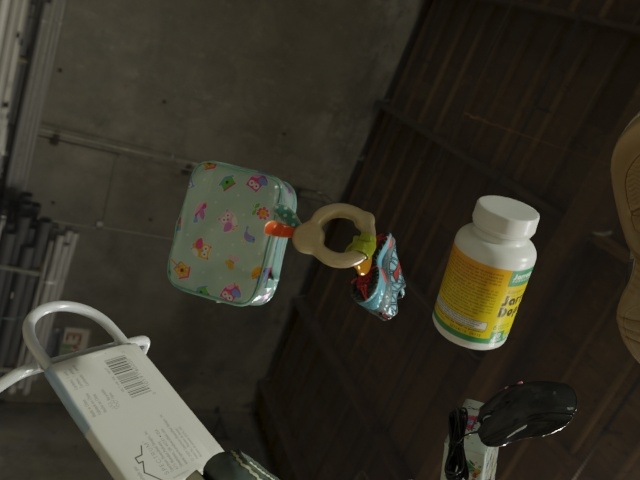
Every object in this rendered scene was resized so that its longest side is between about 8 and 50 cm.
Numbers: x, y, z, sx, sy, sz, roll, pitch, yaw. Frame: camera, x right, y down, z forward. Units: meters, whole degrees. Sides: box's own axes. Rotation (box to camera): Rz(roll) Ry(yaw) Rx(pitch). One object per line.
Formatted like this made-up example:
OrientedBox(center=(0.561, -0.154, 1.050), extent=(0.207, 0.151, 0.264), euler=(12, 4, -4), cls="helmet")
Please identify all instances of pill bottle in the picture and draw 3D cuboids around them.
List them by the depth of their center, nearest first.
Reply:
OrientedBox(center=(0.244, 0.045, 0.900), extent=(0.117, 0.118, 0.208), euler=(-127, -139, -54), cls="pill bottle")

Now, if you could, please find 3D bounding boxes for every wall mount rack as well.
OrientedBox(center=(-0.246, 0.228, 0.623), extent=(0.350, 0.304, 0.130), euler=(44, -63, 23), cls="wall mount rack")

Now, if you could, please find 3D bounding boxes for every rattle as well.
OrientedBox(center=(0.000, 0.000, 1.150), extent=(0.143, 0.200, 0.130), euler=(94, -5, -83), cls="rattle")

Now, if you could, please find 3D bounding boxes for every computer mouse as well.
OrientedBox(center=(0.313, 0.335, 1.066), extent=(0.262, 0.060, 0.184), euler=(-29, -151, 37), cls="computer mouse")

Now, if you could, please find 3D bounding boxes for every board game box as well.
OrientedBox(center=(0.349, 0.565, 1.448), extent=(0.098, 0.224, 0.303), euler=(10, -73, 24), cls="board game box")

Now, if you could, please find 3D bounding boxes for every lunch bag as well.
OrientedBox(center=(-0.171, -0.006, 1.234), extent=(0.108, 0.224, 0.279), euler=(17, 87, -76), cls="lunch bag")

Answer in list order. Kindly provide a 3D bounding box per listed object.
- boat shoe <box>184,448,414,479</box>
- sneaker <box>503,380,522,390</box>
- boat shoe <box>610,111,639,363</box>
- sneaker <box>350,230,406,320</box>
OrientedBox(center=(0.039, 0.214, 0.440), extent=(0.099, 0.319, 0.116), euler=(-52, -149, -12), cls="boat shoe")
OrientedBox(center=(0.491, 0.389, 1.560), extent=(0.119, 0.057, 0.047), euler=(12, 71, -75), cls="sneaker")
OrientedBox(center=(0.262, 0.005, 0.422), extent=(0.103, 0.285, 0.092), euler=(13, -124, 42), cls="boat shoe")
OrientedBox(center=(0.142, 0.088, 1.451), extent=(0.104, 0.125, 0.261), euler=(-28, -154, 32), cls="sneaker")
